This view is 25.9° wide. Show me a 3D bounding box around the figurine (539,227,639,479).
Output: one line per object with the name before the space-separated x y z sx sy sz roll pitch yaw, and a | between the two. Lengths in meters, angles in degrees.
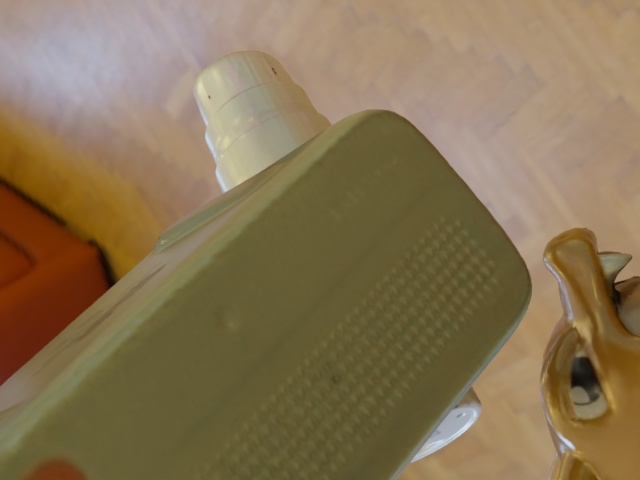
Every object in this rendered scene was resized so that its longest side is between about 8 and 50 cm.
figurine | 0.358 0.149 1.057 0.268 0.387 0.400 80 -167 -57

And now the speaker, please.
speaker | -0.064 0.101 0.739 0.183 0.406 0.184 50 140 -5

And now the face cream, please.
face cream | 0.000 0.000 1.042 0.345 0.102 0.102 63 157 23
